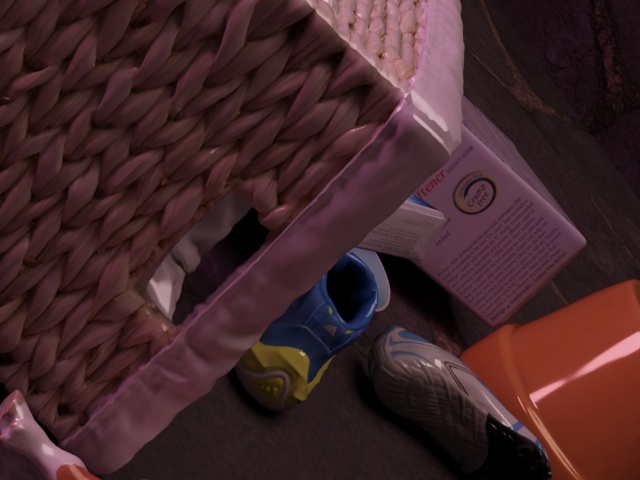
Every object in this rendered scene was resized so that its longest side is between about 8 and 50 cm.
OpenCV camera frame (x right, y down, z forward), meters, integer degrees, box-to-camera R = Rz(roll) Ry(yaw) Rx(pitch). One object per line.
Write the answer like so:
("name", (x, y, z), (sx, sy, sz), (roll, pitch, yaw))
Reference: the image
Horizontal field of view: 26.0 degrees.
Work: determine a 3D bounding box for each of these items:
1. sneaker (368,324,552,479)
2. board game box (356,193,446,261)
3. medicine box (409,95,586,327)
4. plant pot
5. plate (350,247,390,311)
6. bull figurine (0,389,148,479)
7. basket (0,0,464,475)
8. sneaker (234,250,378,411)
("sneaker", (0.138, 0.164, 1.314), (0.237, 0.085, 0.086), (43, 26, -24))
("board game box", (-0.053, -0.087, 1.237), (0.305, 0.053, 0.193), (35, 11, 29))
("medicine box", (0.121, -0.087, 1.567), (0.289, 0.149, 0.263), (39, 14, -26))
("plant pot", (0.318, 0.178, 1.499), (0.291, 0.203, 0.291), (43, 21, -20))
("plate", (0.000, 0.000, 1.396), (0.188, 0.024, 0.188), (42, 23, -22))
("bull figurine", (-0.117, 0.194, 0.709), (0.188, 0.101, 0.310), (38, 21, -21))
("basket", (-0.106, -0.092, 0.909), (0.266, 0.328, 0.331), (41, 21, -14))
("sneaker", (0.003, 0.048, 1.171), (0.091, 0.126, 0.240), (44, 22, -18))
